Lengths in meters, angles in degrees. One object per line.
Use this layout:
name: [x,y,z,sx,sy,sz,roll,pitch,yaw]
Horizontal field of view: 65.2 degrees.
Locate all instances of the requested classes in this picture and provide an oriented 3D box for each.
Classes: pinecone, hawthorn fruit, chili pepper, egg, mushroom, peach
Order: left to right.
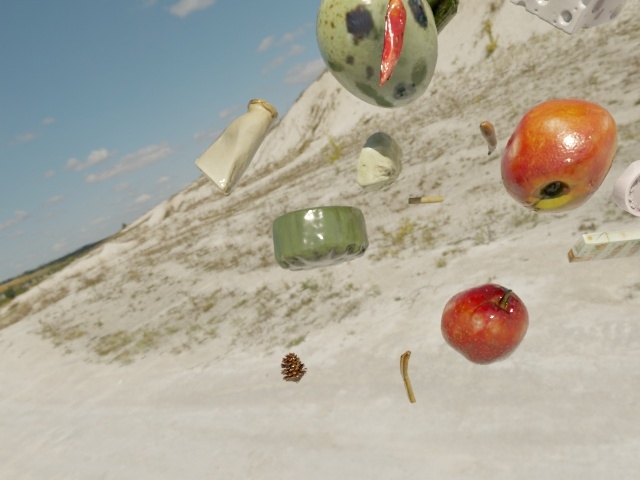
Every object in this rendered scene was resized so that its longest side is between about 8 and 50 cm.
mushroom: [-0.291,-0.332,1.758,0.154,0.137,0.407,8,57,33]
pinecone: [-0.100,0.471,1.848,0.102,0.109,0.102,-7,13,2]
egg: [0.177,-0.598,1.504,0.345,0.428,0.345,-29,22,13]
chili pepper: [0.170,-0.483,1.165,0.051,0.267,0.059,6,-9,14]
hawthorn fruit: [0.586,0.271,1.756,0.285,0.284,0.369,-29,-27,-25]
peach: [0.729,-0.268,1.543,0.290,0.372,0.372,19,14,2]

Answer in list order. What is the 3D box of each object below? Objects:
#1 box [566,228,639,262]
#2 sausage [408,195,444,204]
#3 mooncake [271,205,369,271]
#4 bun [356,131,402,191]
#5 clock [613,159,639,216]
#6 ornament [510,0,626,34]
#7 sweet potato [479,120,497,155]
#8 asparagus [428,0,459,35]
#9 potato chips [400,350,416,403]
box: [0.706,0.010,1.160,0.221,0.032,0.122,-6,-25,6]
sausage: [0.355,-0.135,1.680,0.132,0.024,0.024,-4,2,-20]
mooncake: [0.000,0.000,1.834,0.357,0.194,0.356,-7,-9,-1]
bun: [0.217,-0.268,1.754,0.133,0.231,0.231,19,26,17]
clock: [1.148,-0.186,1.769,0.197,0.196,0.068,-24,26,2]
ornament: [0.753,-0.781,1.446,0.240,0.239,0.239,-25,-34,-25]
sweet potato: [0.628,-0.376,1.855,0.050,0.050,0.214,-21,-31,19]
asparagus: [0.369,-0.737,1.622,0.108,0.128,0.382,-23,-13,-38]
potato chips: [0.264,0.416,1.507,0.037,0.204,0.026,-14,25,-5]
